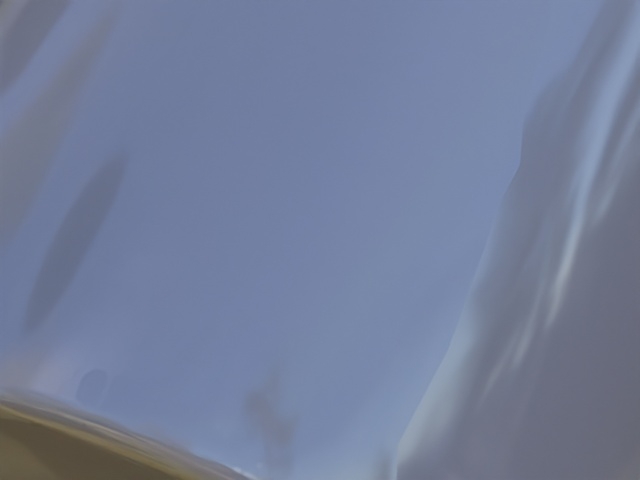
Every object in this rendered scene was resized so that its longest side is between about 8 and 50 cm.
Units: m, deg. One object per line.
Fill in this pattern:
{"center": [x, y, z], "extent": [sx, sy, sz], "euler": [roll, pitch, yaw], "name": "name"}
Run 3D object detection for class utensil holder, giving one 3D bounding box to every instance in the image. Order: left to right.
{"center": [0.000, 0.000, 0.688], "extent": [0.327, 0.385, 0.327], "euler": [17, -35, 12], "name": "utensil holder"}
